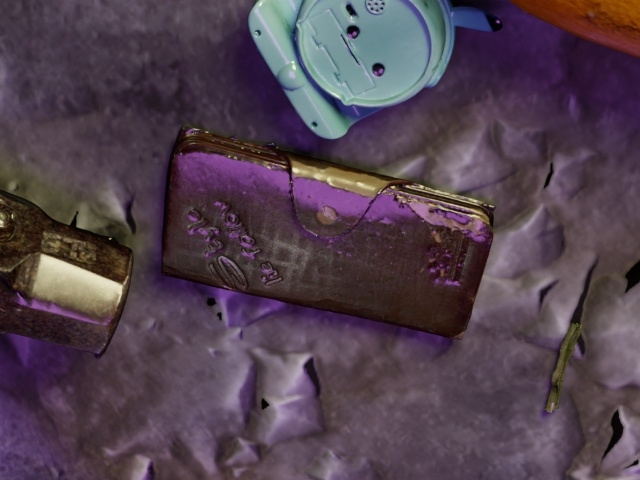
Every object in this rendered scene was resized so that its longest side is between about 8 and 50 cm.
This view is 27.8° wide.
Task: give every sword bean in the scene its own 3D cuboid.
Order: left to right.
[{"bbox_3d":[0.176,0.092,0.940,0.012,0.012,0.083,12,124,5],"label":"sword bean"}]

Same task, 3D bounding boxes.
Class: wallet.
[{"bbox_3d":[0.000,0.000,0.909,0.232,0.031,0.122,13,125,4],"label":"wallet"}]

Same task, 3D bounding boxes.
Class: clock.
[{"bbox_3d":[0.037,-0.133,0.808,0.147,0.045,0.108,-21,117,26],"label":"clock"}]

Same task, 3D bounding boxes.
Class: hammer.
[{"bbox_3d":[-0.311,0.108,1.002,0.242,0.095,0.409,14,135,-17],"label":"hammer"}]

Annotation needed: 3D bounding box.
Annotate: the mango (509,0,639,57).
[{"bbox_3d":[0.189,-0.176,0.698,0.257,0.138,0.187,29,135,1],"label":"mango"}]
